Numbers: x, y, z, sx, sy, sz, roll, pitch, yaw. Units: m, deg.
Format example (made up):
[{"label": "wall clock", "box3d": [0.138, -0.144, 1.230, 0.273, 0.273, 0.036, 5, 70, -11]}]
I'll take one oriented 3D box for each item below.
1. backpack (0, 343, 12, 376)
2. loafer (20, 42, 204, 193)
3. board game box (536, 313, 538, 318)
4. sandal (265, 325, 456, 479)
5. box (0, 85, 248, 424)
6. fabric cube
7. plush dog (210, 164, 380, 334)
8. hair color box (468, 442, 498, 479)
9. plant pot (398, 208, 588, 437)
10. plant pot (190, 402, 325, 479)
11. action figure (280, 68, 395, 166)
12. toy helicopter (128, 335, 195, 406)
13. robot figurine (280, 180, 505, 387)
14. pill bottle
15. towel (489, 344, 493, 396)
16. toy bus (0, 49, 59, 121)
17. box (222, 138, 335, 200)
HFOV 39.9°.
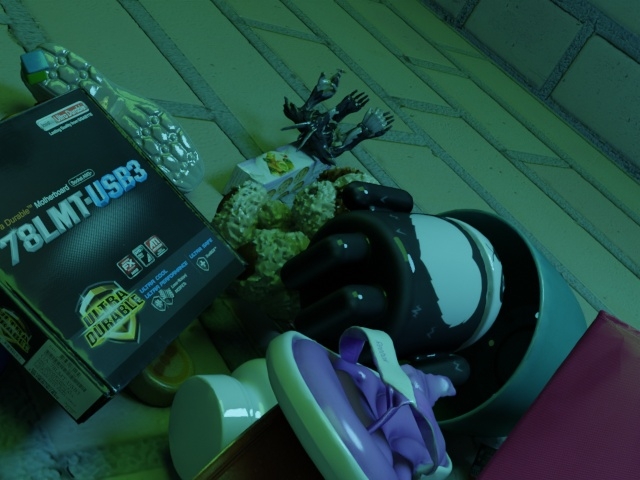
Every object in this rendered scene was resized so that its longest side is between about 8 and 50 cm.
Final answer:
[{"label": "backpack", "box3d": [-0.353, 0.085, 0.897, 0.101, 0.098, 0.120, 24, 30, -5]}, {"label": "loafer", "box3d": [-0.322, -0.184, 1.377, 0.319, 0.112, 0.111, 40, -20, -14]}, {"label": "board game box", "box3d": [0.435, 0.212, 1.456, 0.305, 0.053, 0.193, 43, 23, 8]}, {"label": "sandal", "box3d": [0.058, 0.135, 0.745, 0.169, 0.102, 0.416, 52, 4, 16]}, {"label": "box", "box3d": [-0.256, -0.002, 0.939, 0.293, 0.073, 0.295, 49, 33, -3]}, {"label": "fabric cube", "box3d": [0.325, 0.280, 0.912, 0.254, 0.258, 0.259, 33, -19, 29]}, {"label": "plush dog", "box3d": [0.000, 0.000, 1.188, 0.211, 0.225, 0.262, 51, 5, -26]}, {"label": "hair color box", "box3d": [0.288, 0.322, 1.139, 0.167, 0.053, 0.093, 26, -10, -9]}, {"label": "plant pot", "box3d": [0.230, 0.135, 1.206, 0.235, 0.293, 0.293, 29, 22, -41]}, {"label": "plant pot", "box3d": [-0.023, 0.309, 0.692, 0.265, 0.272, 0.272, 44, 29, 10]}, {"label": "action figure", "box3d": [0.034, -0.234, 1.645, 0.164, 0.141, 0.275, 48, 28, 8]}, {"label": "toy helicopter", "box3d": [-0.202, 0.055, 1.113, 0.235, 0.140, 0.355, 22, 37, -36]}, {"label": "robot figurine", "box3d": [0.090, 0.051, 1.004, 0.278, 0.209, 0.173, 2, 13, -45]}, {"label": "pill bottle", "box3d": [-0.021, 0.206, 0.965, 0.272, 0.152, 0.152, 7, 35, -37]}, {"label": "towel", "box3d": [0.323, 0.223, 1.414, 0.197, 0.029, 0.144, 16, 29, -25]}, {"label": "toy bus", "box3d": [-0.398, -0.138, 1.219, 0.104, 0.202, 0.191, -22, 59, -21]}, {"label": "box", "box3d": [-0.062, -0.127, 1.587, 0.063, 0.067, 0.324, 37, 27, 11]}]
